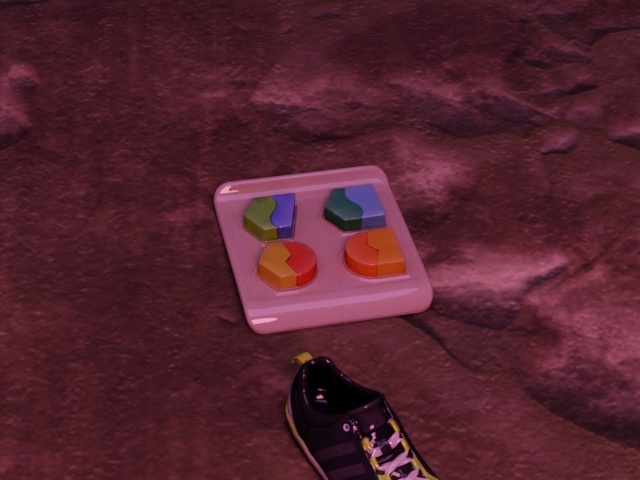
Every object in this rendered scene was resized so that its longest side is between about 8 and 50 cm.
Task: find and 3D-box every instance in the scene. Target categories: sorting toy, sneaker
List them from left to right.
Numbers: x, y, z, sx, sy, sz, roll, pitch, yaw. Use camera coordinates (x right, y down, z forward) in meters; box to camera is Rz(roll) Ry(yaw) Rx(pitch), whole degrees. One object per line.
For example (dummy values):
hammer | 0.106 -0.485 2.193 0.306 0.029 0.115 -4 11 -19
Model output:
sorting toy | 0.000 0.000 1.655 0.193 0.038 0.208 -7 45 -11
sneaker | 0.041 0.188 1.417 0.084 0.097 0.234 -28 52 -28
